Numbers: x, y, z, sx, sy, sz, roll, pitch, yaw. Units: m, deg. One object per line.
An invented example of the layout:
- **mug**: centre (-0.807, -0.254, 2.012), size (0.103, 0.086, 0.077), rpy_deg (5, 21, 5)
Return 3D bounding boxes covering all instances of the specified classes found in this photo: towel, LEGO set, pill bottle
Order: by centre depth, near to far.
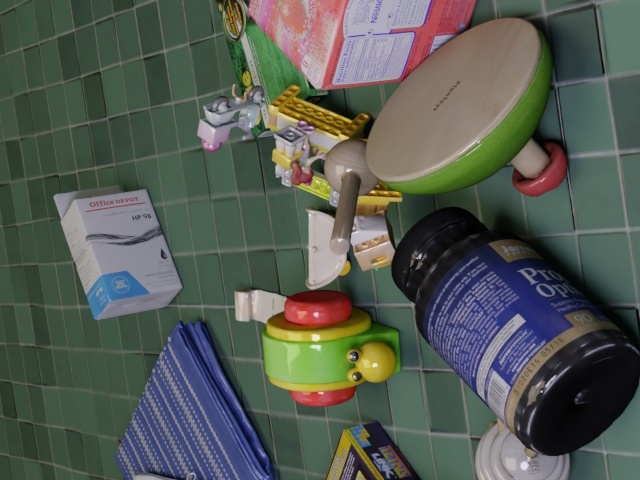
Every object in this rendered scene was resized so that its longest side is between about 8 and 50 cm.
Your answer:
- **pill bottle**: centre (0.156, 0.069, 1.299), size (0.219, 0.122, 0.123), rpy_deg (47, 135, 40)
- **LEGO set**: centre (0.007, -0.048, 1.511), size (0.287, 0.132, 0.107), rpy_deg (42, 141, 36)
- **towel**: centre (-0.161, 0.281, 1.943), size (0.243, 0.040, 0.336), rpy_deg (59, 144, 25)

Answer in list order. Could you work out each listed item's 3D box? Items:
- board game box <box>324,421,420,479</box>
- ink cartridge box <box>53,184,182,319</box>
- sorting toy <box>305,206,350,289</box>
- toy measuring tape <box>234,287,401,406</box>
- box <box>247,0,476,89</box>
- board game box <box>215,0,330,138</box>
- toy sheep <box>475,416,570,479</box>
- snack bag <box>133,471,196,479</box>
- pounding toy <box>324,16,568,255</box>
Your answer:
- **board game box**: centre (0.055, 0.296, 1.590), size (0.141, 0.048, 0.170), rpy_deg (54, 140, 38)
- **ink cartridge box**: centre (-0.257, 0.000, 1.941), size (0.060, 0.104, 0.180), rpy_deg (-47, 60, 52)
- **sorting toy**: centre (0.000, 0.000, 1.604), size (0.075, 0.044, 0.083), rpy_deg (-137, 45, -69)
- **toy measuring tape**: centre (-0.037, 0.100, 1.619), size (0.330, 0.121, 0.121), rpy_deg (15, 111, 55)
- **box**: centre (0.058, -0.294, 1.327), size (0.142, 0.154, 0.300), rpy_deg (49, 138, 39)
- **board game box**: centre (-0.066, -0.252, 1.647), size (0.136, 0.030, 0.260), rpy_deg (-28, 75, 54)
- **toy sheep**: centre (0.175, 0.190, 1.336), size (0.132, 0.091, 0.091), rpy_deg (77, 170, -69)
- **snack bag**: centre (-0.126, 0.444, 1.888), size (0.342, 0.037, 0.323), rpy_deg (2, 106, 55)
- **pounding toy**: centre (0.121, -0.071, 1.317), size (0.237, 0.110, 0.183), rpy_deg (-37, 27, 17)
